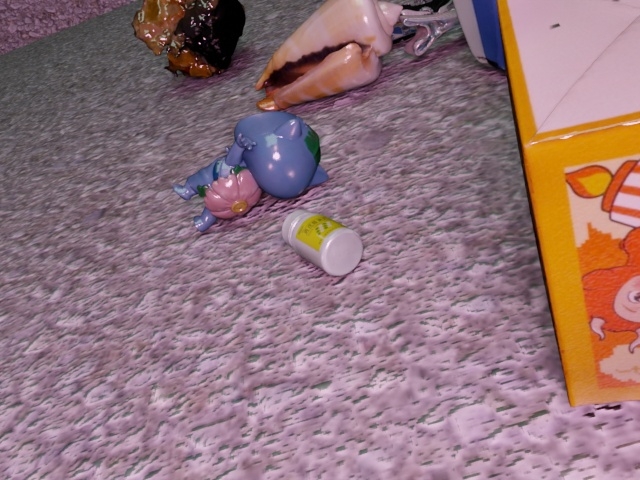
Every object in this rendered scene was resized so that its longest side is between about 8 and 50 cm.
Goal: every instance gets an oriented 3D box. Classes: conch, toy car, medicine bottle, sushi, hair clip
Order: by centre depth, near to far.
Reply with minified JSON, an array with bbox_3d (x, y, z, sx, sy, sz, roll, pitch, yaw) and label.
[{"bbox_3d":[0.000,0.000,0.618,0.047,0.047,0.083,-35,35,-19],"label":"medicine bottle"},{"bbox_3d":[0.228,-0.332,0.941,0.219,0.071,0.159,-24,34,-4],"label":"hair clip"},{"bbox_3d":[0.020,-0.277,0.975,0.255,0.127,0.158,-26,61,35],"label":"conch"},{"bbox_3d":[0.122,-0.359,1.061,0.205,0.056,0.095,-12,34,11],"label":"toy car"},{"bbox_3d":[-0.245,-0.427,1.272,0.200,0.204,0.213,-40,66,11],"label":"sushi"}]

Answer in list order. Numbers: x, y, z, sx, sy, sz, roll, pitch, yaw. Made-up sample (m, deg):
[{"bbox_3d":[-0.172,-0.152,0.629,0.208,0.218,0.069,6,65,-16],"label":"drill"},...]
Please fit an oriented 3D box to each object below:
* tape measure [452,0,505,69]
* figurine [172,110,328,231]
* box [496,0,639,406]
[{"bbox_3d":[0.274,-0.367,0.786,0.262,0.259,0.138,-33,34,-17],"label":"tape measure"},{"bbox_3d":[-0.087,-0.092,0.764,0.178,0.114,0.144,-30,30,5],"label":"figurine"},{"bbox_3d":[0.271,-0.067,0.394,0.284,0.213,0.259,-11,37,20],"label":"box"}]
